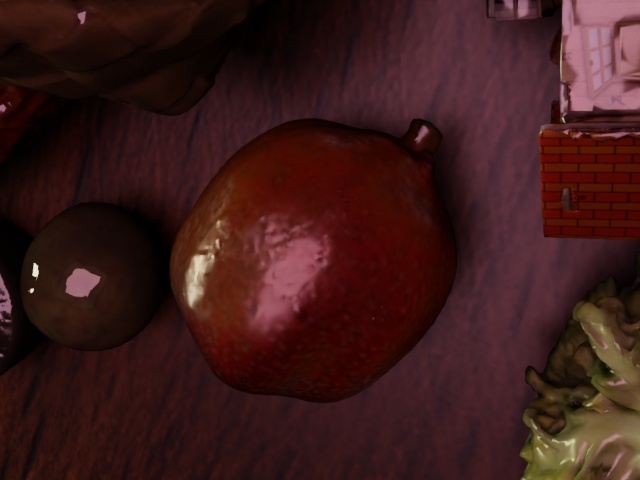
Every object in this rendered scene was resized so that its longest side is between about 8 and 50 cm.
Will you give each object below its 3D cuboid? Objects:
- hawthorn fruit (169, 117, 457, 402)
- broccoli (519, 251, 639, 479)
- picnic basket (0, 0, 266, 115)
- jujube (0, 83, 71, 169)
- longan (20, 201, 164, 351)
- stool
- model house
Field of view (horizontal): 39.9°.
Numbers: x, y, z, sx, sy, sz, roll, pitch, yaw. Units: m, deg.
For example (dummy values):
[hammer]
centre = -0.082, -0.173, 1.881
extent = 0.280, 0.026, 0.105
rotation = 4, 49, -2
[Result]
[hawthorn fruit]
centre = 0.000, 0.000, 0.531
extent = 0.169, 0.169, 0.188
rotation = 35, 107, 9
[broccoli]
centre = 0.208, 0.151, 0.441
extent = 0.248, 0.245, 0.288
rotation = -39, 85, 12
[picnic basket]
centre = -0.149, -0.231, 0.373
extent = 0.337, 0.337, 0.293
rotation = -1, 69, 17
[jujube]
centre = -0.264, -0.117, 0.587
extent = 0.250, 0.174, 0.174
rotation = -32, 88, 14
[longan]
centre = -0.161, 0.022, 0.618
extent = 0.106, 0.106, 0.119
rotation = -49, 44, 17
[stool]
centre = -0.297, 0.038, 0.647
extent = 0.217, 0.121, 0.125
rotation = 22, 107, 8
[model house]
centre = 0.207, -0.079, 0.434
extent = 0.293, 0.207, 0.154
rotation = 3, 104, 16
